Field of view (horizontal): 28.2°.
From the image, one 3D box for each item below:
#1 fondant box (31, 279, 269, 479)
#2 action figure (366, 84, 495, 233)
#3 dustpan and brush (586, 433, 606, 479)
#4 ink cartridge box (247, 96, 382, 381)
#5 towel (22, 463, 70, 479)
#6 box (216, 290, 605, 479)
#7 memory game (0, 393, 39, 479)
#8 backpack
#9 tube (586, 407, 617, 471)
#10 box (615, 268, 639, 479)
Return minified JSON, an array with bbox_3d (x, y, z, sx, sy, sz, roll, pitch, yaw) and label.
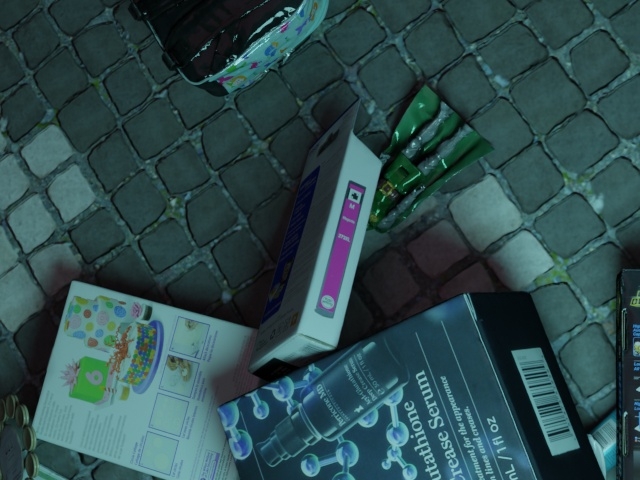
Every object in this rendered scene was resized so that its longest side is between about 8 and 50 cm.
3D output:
[{"bbox_3d":[-0.232,0.213,1.843,0.330,0.096,0.238,14,87,18],"label":"fondant box"},{"bbox_3d":[0.117,-0.091,1.803,0.137,0.063,0.232,45,99,15],"label":"action figure"},{"bbox_3d":[0.313,0.356,1.669,0.147,0.060,0.211,-3,83,44],"label":"dustpan and brush"},{"bbox_3d":[0.000,0.000,1.727,0.069,0.176,0.370,21,62,-17],"label":"ink cartridge box"},{"bbox_3d":[-0.422,0.419,1.912,0.113,0.023,0.152,23,91,21],"label":"towel"},{"bbox_3d":[0.115,0.270,1.621,0.396,0.212,0.293,-28,75,27],"label":"box"},{"bbox_3d":[-0.452,0.318,1.881,0.186,0.012,0.186,4,95,55],"label":"memory game"},{"bbox_3d":[-0.116,-0.353,1.842,0.253,0.191,0.225,-38,75,16],"label":"backpack"},{"bbox_3d":[0.432,0.220,1.664,0.207,0.052,0.080,-40,82,4],"label":"tube"},{"bbox_3d":[0.524,0.184,1.604,0.296,0.073,0.293,0,80,6],"label":"box"}]
